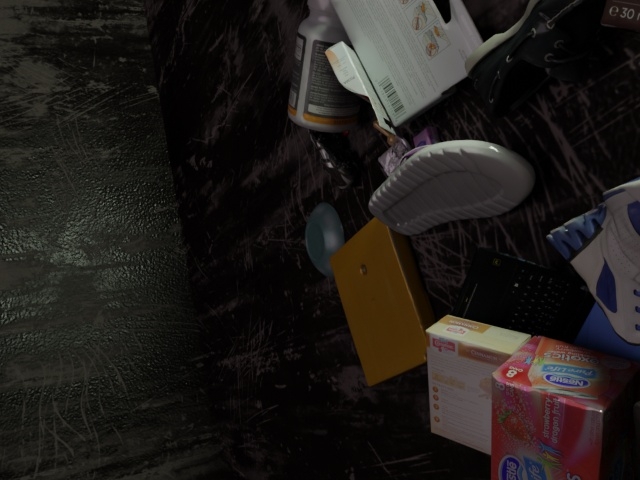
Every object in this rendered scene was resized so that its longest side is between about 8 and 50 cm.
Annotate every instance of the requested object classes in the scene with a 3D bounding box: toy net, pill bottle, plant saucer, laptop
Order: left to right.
[{"bbox_3d":[0.000,0.000,1.659,0.195,0.037,0.195,20,112,61],"label":"plant saucer"},{"bbox_3d":[0.023,-0.386,1.392,0.162,0.162,0.278,48,136,49],"label":"pill bottle"},{"bbox_3d":[0.160,-0.238,1.292,0.122,0.045,0.232,-6,94,44],"label":"toy net"},{"bbox_3d":[0.319,0.171,0.955,0.136,0.264,0.234,-60,-14,-56],"label":"laptop"}]

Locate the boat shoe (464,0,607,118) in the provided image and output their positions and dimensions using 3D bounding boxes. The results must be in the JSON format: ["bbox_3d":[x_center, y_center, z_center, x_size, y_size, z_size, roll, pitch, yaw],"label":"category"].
[{"bbox_3d":[0.317,-0.261,0.881,0.340,0.127,0.113,-27,73,63],"label":"boat shoe"}]

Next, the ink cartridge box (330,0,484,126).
[{"bbox_3d":[0.164,-0.379,1.150,0.239,0.060,0.275,-29,87,47],"label":"ink cartridge box"}]

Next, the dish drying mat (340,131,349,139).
[{"bbox_3d":[0.047,-0.282,1.535,0.032,0.008,0.083,-50,52,54],"label":"dish drying mat"}]

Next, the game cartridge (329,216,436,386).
[{"bbox_3d":[0.136,0.133,1.415,0.285,0.053,0.323,-44,59,57],"label":"game cartridge"}]

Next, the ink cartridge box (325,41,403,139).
[{"bbox_3d":[0.085,-0.272,1.225,0.045,0.145,0.179,-25,79,21],"label":"ink cartridge box"}]

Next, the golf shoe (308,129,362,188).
[{"bbox_3d":[0.019,-0.204,1.524,0.198,0.077,0.094,61,151,30],"label":"golf shoe"}]

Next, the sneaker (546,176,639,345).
[{"bbox_3d":[0.398,0.021,0.762,0.315,0.127,0.182,90,155,-76],"label":"sneaker"}]

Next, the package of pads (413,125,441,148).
[{"bbox_3d":[0.206,-0.168,1.223,0.050,0.032,0.083,143,117,-63],"label":"package of pads"}]

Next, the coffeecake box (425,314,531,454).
[{"bbox_3d":[0.242,0.223,0.992,0.142,0.068,0.185,11,115,41],"label":"coffeecake box"}]

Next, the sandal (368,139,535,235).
[{"bbox_3d":[0.210,-0.111,1.141,0.102,0.169,0.416,-61,18,-21],"label":"sandal"}]

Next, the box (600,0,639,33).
[{"bbox_3d":[0.435,-0.378,0.613,0.191,0.143,0.381,43,131,53],"label":"box"}]

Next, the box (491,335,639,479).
[{"bbox_3d":[0.330,0.304,0.886,0.154,0.142,0.300,13,116,42],"label":"box"}]

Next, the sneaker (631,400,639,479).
[{"bbox_3d":[0.455,0.260,0.789,0.083,0.118,0.222,-105,-5,-50],"label":"sneaker"}]
